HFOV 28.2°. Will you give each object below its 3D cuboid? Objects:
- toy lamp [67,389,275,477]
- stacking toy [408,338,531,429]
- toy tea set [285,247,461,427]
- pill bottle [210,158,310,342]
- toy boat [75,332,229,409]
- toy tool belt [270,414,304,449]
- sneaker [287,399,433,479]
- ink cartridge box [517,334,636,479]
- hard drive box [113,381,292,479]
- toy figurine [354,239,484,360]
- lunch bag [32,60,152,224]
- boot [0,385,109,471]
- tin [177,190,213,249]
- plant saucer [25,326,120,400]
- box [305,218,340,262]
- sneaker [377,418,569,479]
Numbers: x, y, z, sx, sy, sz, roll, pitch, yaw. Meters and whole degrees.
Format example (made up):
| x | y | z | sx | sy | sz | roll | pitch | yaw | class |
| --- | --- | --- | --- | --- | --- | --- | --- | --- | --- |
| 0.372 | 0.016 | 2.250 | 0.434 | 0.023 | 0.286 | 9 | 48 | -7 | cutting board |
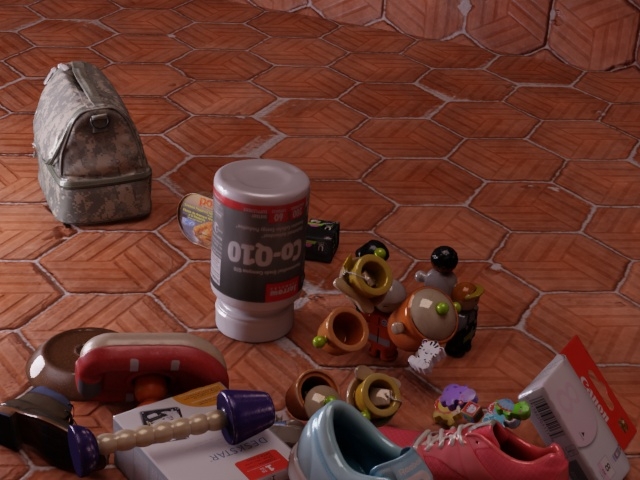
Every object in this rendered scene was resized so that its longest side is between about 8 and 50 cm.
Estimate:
| x | y | z | sx | sy | sz | roll | pitch | yaw | class |
| --- | --- | --- | --- | --- | --- | --- | --- | --- | --- |
| -0.195 | 0.254 | 1.707 | 0.274 | 0.080 | 0.080 | -12 | 30 | -22 | toy lamp |
| 0.237 | 0.246 | 1.870 | 0.221 | 0.167 | 0.052 | 26 | 64 | 38 | stacking toy |
| 0.086 | 0.161 | 1.943 | 0.200 | 0.124 | 0.336 | 36 | 56 | -10 | toy tea set |
| -0.105 | 0.019 | 2.153 | 0.161 | 0.283 | 0.161 | 3 | 27 | -2 | pill bottle |
| -0.252 | 0.228 | 1.914 | 0.231 | 0.151 | 0.151 | 0 | 59 | -11 | toy boat |
| -0.063 | 0.286 | 1.899 | 0.083 | 0.052 | 0.051 | 5 | -5 | -4 | toy tool belt |
| 0.103 | 0.347 | 1.602 | 0.366 | 0.150 | 0.135 | 39 | 44 | 22 | sneaker |
| 0.400 | 0.252 | 1.877 | 0.066 | 0.189 | 0.232 | -31 | 2 | 43 | ink cartridge box |
| -0.158 | 0.311 | 1.781 | 0.181 | 0.089 | 0.232 | -16 | 33 | -32 | hard drive box |
| 0.163 | 0.095 | 2.186 | 0.209 | 0.148 | 0.213 | -1 | 26 | -8 | toy figurine |
| -0.471 | -0.206 | 2.592 | 0.212 | 0.256 | 0.305 | -6 | 28 | -19 | lunch bag |
| -0.376 | 0.265 | 1.855 | 0.219 | 0.082 | 0.106 | 14 | 31 | 25 | boot |
| -0.194 | -0.033 | 2.446 | 0.189 | 0.106 | 0.040 | 20 | 31 | 29 | tin |
| -0.377 | 0.190 | 2.057 | 0.198 | 0.036 | 0.198 | 4 | 27 | -2 | plant saucer |
| 0.000 | 0.000 | 2.464 | 0.062 | 0.052 | 0.083 | 7 | 28 | 11 | box |
| 0.208 | 0.299 | 1.797 | 0.314 | 0.136 | 0.116 | 14 | 28 | 20 | sneaker |
